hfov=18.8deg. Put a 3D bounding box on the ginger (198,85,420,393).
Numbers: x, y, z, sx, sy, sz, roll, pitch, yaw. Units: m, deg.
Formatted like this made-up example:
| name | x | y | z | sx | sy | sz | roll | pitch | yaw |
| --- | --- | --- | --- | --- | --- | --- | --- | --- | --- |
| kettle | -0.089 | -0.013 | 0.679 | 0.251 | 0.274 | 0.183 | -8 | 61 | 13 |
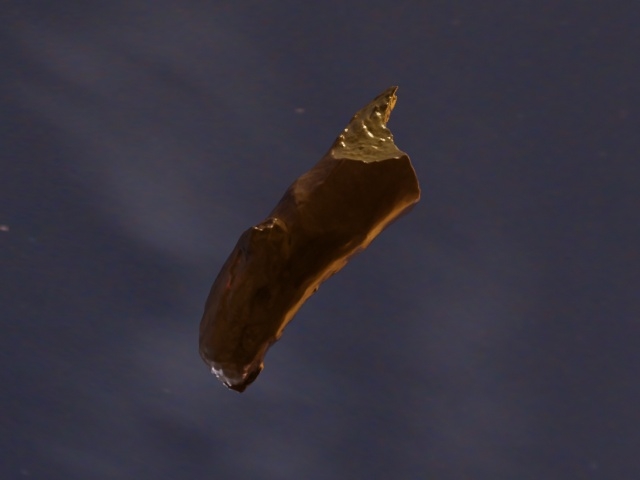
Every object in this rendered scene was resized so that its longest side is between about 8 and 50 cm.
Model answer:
| name | x | y | z | sx | sy | sz | roll | pitch | yaw |
| --- | --- | --- | --- | --- | --- | --- | --- | --- | --- |
| ginger | -0.001 | -0.003 | 0.759 | 0.044 | 0.057 | 0.137 | 43 | -109 | -3 |
